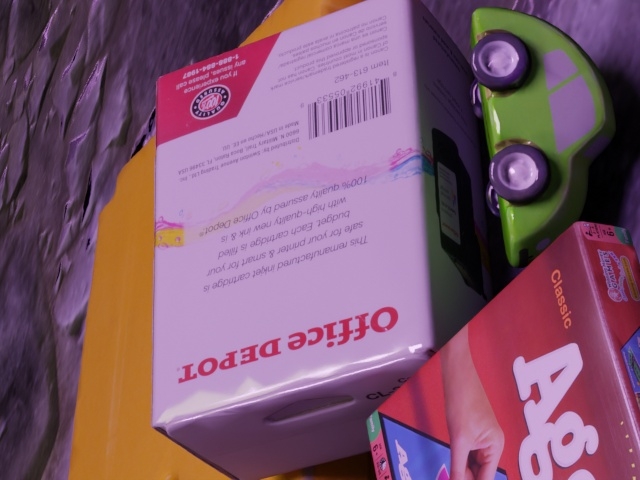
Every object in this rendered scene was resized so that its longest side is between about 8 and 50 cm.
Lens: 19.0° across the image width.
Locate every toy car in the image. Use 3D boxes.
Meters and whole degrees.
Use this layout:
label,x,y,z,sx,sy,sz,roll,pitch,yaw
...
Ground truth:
label,x,y,z,sx,sy,sz,roll,pitch,yaw
toy car,0.077,-0.103,0.734,0.239,0.053,0.225,65,-164,-80

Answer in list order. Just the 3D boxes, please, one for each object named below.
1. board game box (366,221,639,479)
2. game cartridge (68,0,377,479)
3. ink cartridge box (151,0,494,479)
label,x,y,z,sx,sy,sz,roll,pitch,yaw
board game box,0.085,0.150,0.615,0.145,0.027,0.281,-47,44,43
game cartridge,-0.052,0.064,0.967,0.285,0.052,0.324,-38,42,52
ink cartridge box,0.000,0.000,0.798,0.127,0.072,0.175,-17,56,23
